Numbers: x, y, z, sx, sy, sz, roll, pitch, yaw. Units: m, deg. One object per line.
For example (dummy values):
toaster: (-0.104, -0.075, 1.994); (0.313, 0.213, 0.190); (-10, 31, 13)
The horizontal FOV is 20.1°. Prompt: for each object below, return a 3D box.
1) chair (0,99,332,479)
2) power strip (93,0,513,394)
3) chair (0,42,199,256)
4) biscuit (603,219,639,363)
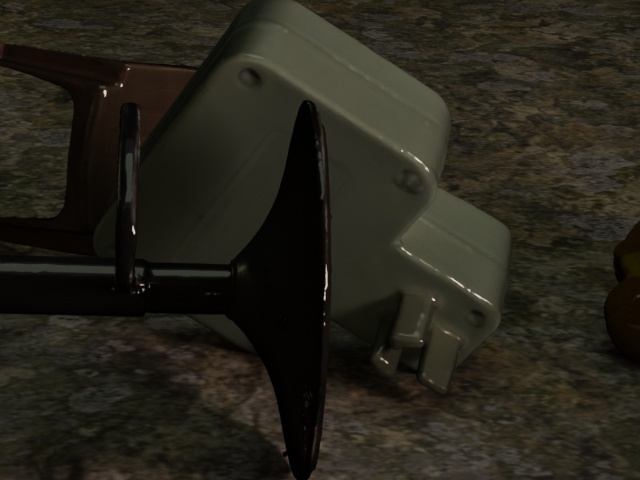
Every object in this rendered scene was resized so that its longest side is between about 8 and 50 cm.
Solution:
chair: (-0.202, 0.028, 1.035); (0.401, 0.226, 0.226); (0, 16, -6)
power strip: (0.000, 0.000, 1.219); (0.261, 0.229, 0.141); (32, 40, -12)
chair: (-0.109, -0.058, 1.456); (0.183, 0.175, 0.326); (0, 7, -44)
biscuit: (0.331, 0.010, 1.356); (0.208, 0.041, 0.290); (19, 42, 39)
